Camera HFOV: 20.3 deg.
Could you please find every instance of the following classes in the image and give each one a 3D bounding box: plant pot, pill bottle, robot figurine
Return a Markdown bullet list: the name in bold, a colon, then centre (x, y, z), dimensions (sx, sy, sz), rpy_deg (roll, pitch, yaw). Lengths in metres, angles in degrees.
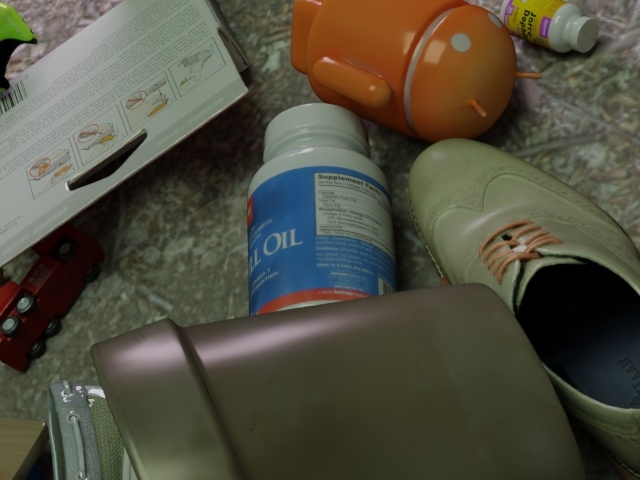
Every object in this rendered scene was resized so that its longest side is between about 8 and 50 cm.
- **plant pot**: centre (0.025, 0.167, 1.268), dimensions (0.280, 0.323, 0.323), rpy_deg (-24, 49, -6)
- **pill bottle**: centre (0.000, 0.000, 1.486), dimensions (0.124, 0.124, 0.222), rpy_deg (-18, 52, 19)
- **pill bottle**: centre (0.199, -0.189, 1.549), dimensions (0.083, 0.043, 0.043), rpy_deg (26, 75, 39)
- **robot figurine**: centre (0.077, -0.158, 1.540), dimensions (0.219, 0.158, 0.128), rpy_deg (24, 87, 32)

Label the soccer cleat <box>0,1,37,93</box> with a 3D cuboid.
- **soccer cleat**: centre (-0.353, -0.155, 1.757), dimensions (0.072, 0.060, 0.179), rpy_deg (43, 99, 10)

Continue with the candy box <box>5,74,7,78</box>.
- **candy box**: centre (-0.492, -0.155, 1.898), dimensions (0.316, 0.087, 0.183), rpy_deg (-28, 50, 10)

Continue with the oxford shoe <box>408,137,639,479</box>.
- **oxford shoe**: centre (0.178, 0.024, 1.350), dimensions (0.140, 0.146, 0.397), rpy_deg (-42, 48, 0)

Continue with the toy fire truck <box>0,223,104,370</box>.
- **toy fire truck**: centre (-0.303, 0.057, 1.674), dimensions (0.135, 0.047, 0.192), rpy_deg (23, 72, 40)

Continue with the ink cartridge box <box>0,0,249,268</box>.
- **ink cartridge box**: centre (-0.203, -0.105, 1.691), dimensions (0.296, 0.066, 0.261), rpy_deg (-34, 41, 6)

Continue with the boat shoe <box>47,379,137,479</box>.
- **boat shoe**: centre (-0.187, 0.252, 1.410), dimensions (0.103, 0.118, 0.320), rpy_deg (10, 54, -7)

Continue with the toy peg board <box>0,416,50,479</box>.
- **toy peg board**: centre (-0.322, 0.238, 1.559), dimensions (0.161, 0.079, 0.161), rpy_deg (2, 45, 30)
